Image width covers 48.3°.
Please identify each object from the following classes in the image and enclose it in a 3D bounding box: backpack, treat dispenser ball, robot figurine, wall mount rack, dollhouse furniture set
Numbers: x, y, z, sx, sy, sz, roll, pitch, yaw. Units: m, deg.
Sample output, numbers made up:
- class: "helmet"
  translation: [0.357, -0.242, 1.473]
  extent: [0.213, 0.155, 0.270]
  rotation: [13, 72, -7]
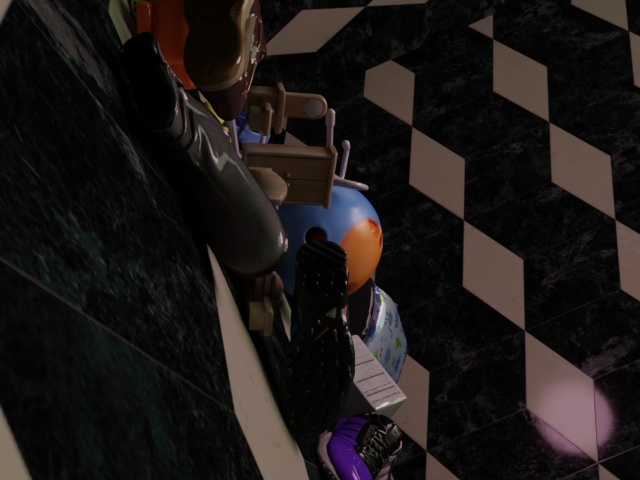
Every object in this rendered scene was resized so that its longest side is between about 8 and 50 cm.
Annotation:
- class: "backpack"
  translation: [0.104, 0.274, 1.964]
  extent: [0.355, 0.274, 0.290]
  rotation: [89, 16, -56]
- class: "treat dispenser ball"
  translation: [0.000, 0.000, 1.651]
  extent: [0.288, 0.288, 0.288]
  rotation: [-24, 90, -89]
- class: "robot figurine"
  translation: [-0.250, -0.384, 1.282]
  extent: [0.128, 0.158, 0.219]
  rotation: [-151, -125, -75]
- class: "wall mount rack"
  translation: [-0.067, -0.196, 1.472]
  extent: [0.304, 0.350, 0.130]
  rotation: [13, 88, -81]
- class: "dollhouse furniture set"
  translation: [-0.035, -0.065, 1.185]
  extent: [0.355, 0.174, 0.303]
  rotation: [-110, -156, -61]

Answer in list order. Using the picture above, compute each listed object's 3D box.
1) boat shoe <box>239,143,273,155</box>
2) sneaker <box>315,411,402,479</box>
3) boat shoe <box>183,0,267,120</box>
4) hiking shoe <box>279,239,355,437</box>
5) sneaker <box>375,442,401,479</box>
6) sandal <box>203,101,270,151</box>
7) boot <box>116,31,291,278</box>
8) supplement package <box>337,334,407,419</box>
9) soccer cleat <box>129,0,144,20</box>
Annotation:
- class: "boat shoe"
  translation: [-0.123, -0.094, 1.812]
  extent: [0.341, 0.110, 0.121]
  rotation: [77, -10, -47]
- class: "sneaker"
  translation: [0.077, 0.370, 1.270]
  extent: [0.293, 0.146, 0.102]
  rotation: [-106, 172, -84]
- class: "boat shoe"
  translation: [-0.149, -0.331, 1.175]
  extent: [0.123, 0.123, 0.342]
  rotation: [70, 12, -47]
- class: "hiking shoe"
  translation: [0.002, 0.156, 1.129]
  extent: [0.132, 0.113, 0.304]
  rotation: [89, 8, -76]
- class: "sneaker"
  translation: [0.136, 0.505, 1.614]
  extent: [0.112, 0.131, 0.319]
  rotation: [-113, 179, -47]
- class: "sandal"
  translation: [-0.191, -0.252, 1.889]
  extent: [0.317, 0.138, 0.126]
  rotation: [67, -2, -48]
- class: "boot"
  translation: [-0.174, -0.111, 0.979]
  extent: [0.338, 0.118, 0.222]
  rotation: [55, -1, 25]
- class: "supplement package"
  translation: [0.072, 0.304, 1.493]
  extent: [0.105, 0.105, 0.179]
  rotation: [-8, 49, -44]
- class: "soccer cleat"
  translation: [-0.339, -0.457, 1.378]
  extent: [0.072, 0.060, 0.178]
  rotation: [80, -3, -50]
